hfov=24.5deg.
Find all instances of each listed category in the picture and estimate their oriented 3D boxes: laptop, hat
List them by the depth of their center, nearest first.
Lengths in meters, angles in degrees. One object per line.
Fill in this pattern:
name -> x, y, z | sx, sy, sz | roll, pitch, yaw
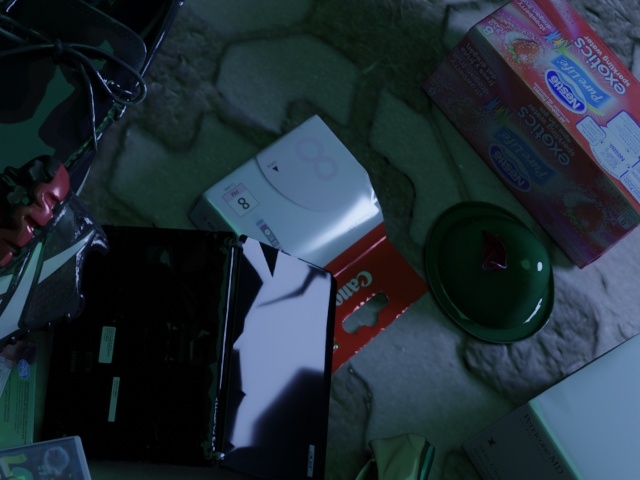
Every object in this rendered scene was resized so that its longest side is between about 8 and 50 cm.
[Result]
laptop -> -0.123, 0.118, 1.464 | 0.264, 0.136, 0.234 | 3, 72, 3
hat -> 0.229, 0.008, 1.621 | 0.173, 0.183, 0.208 | 22, 56, -15

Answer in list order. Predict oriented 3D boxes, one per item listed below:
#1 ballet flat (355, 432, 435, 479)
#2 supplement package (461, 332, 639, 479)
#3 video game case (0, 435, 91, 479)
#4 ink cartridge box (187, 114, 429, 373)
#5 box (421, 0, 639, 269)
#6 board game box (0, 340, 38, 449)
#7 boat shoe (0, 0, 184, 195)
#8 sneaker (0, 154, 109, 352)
ballet flat -> 0.053, 0.301, 1.450 | 0.086, 0.086, 0.248 | 25, 54, -13
supplement package -> 0.319, 0.262, 1.553 | 0.204, 0.145, 0.261 | -25, 76, -34
video game case -> -0.268, 0.273, 1.273 | 0.173, 0.022, 0.190 | -7, 67, -30
ink cartridge box -> 0.000, 0.000, 1.593 | 0.232, 0.066, 0.189 | 47, 54, 8
box -> 0.289, -0.138, 1.756 | 0.300, 0.142, 0.154 | 49, 54, 5
board game box -> -0.363, 0.227, 1.291 | 0.214, 0.046, 0.317 | 10, 60, -21
boat shoe -> -0.269, -0.180, 1.495 | 0.187, 0.156, 0.500 | 33, 55, -9
sneaker -> -0.290, 0.059, 1.326 | 0.135, 0.098, 0.276 | 46, 65, -25
